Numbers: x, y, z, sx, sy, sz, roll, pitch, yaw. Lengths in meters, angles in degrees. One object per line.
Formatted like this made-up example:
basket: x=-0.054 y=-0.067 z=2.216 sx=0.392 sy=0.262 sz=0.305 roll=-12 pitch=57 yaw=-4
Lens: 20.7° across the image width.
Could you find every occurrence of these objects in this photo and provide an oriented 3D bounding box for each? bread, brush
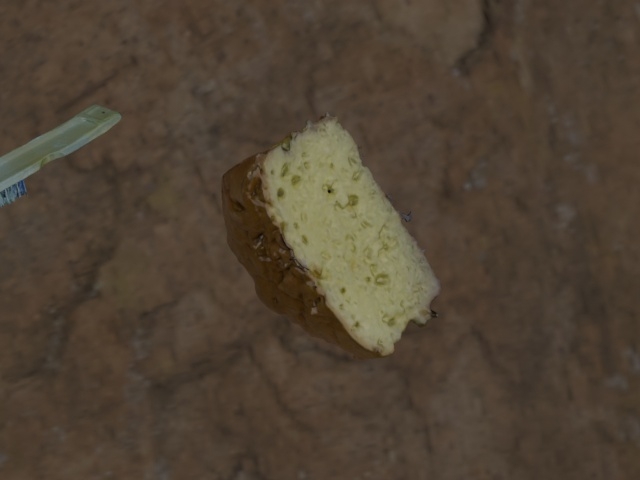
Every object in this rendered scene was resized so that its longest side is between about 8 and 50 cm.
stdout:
bread: x=0.000 y=0.000 z=1.621 sx=0.143 sy=0.139 sz=0.229 roll=-39 pitch=107 yaw=-25
brush: x=-0.220 y=-0.056 z=1.327 sx=0.178 sy=0.033 sz=0.030 roll=-35 pitch=131 yaw=-41
